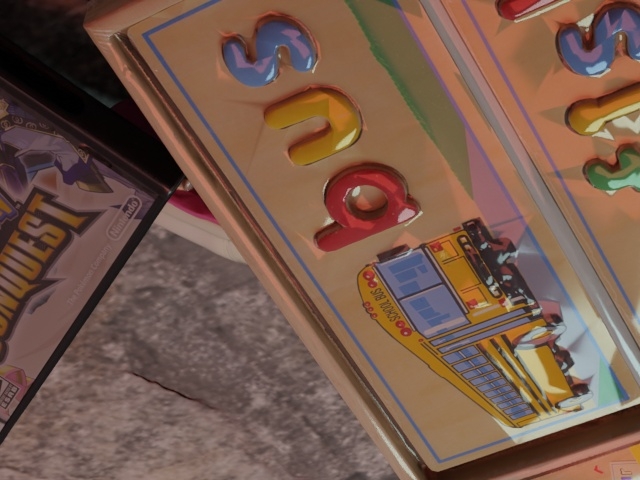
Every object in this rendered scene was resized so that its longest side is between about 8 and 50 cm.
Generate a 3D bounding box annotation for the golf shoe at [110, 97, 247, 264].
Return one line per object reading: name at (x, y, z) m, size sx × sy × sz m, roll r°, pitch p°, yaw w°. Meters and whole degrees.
golf shoe at (0.000, 0.000, 0.960) m, size 0.306 × 0.115 × 0.140 m, roll 15°, pitch 139°, yaw -18°

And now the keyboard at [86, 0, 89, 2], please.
keyboard at (0.030, -0.171, 0.826) m, size 0.317 × 0.033 × 0.201 m, roll -28°, pitch 126°, yaw 27°

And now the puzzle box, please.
puzzle box at (0.113, -0.004, 0.727) m, size 0.272 × 0.052 × 0.409 m, roll -22°, pitch 121°, yaw 21°

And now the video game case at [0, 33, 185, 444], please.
video game case at (-0.239, -0.021, 0.906) m, size 0.248 × 0.035 × 0.275 m, roll 34°, pitch 131°, yaw -5°
